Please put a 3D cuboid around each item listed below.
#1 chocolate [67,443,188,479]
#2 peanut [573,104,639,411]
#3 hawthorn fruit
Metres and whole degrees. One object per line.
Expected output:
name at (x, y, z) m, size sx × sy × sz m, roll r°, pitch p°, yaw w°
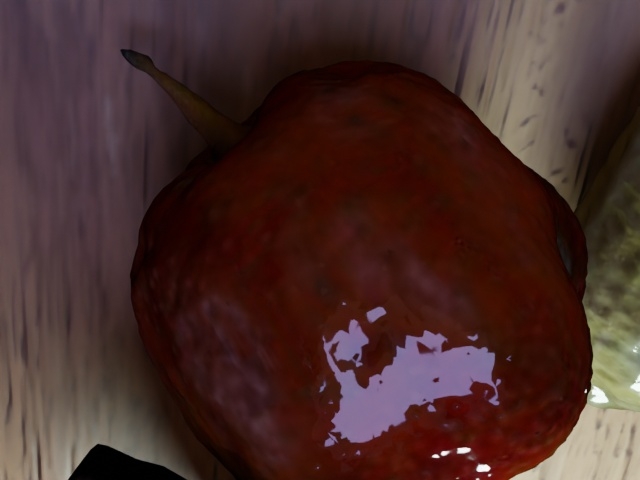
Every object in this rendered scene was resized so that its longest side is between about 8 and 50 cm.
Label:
chocolate at (-0.049, 0.250, 0.510) m, size 0.225 × 0.210 × 0.340 m, roll 19°, pitch 162°, yaw 19°
peanut at (0.192, 0.000, 0.525) m, size 0.129 × 0.129 × 0.224 m, roll 16°, pitch 128°, yaw -21°
hawthorn fruit at (0.000, 0.000, 0.460) m, size 0.207 × 0.207 × 0.243 m, roll -40°, pitch 95°, yaw 16°
